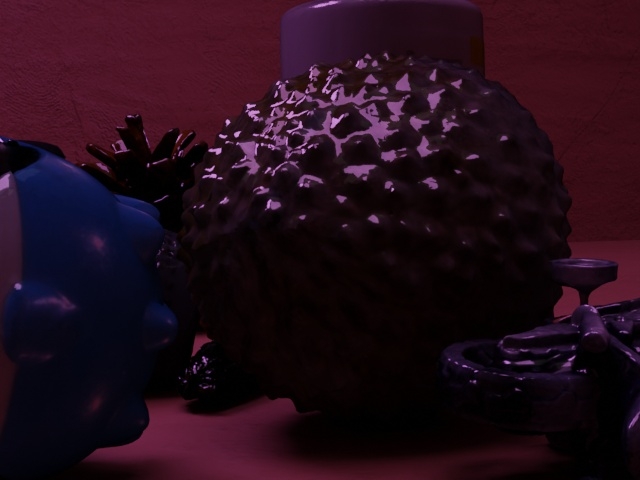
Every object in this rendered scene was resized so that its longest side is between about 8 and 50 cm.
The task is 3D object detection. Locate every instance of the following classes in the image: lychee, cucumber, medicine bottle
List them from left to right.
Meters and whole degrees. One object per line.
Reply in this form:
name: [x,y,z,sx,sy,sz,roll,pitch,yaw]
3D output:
cucumber: [-0.060,0.093,0.880,0.053,0.053,0.181,0,3,23]
lychee: [0.033,-0.007,0.751,0.255,0.255,0.274,0,-5,35]
medicine bottle: [0.065,-0.067,1.175,0.208,0.340,0.208,-1,2,0]

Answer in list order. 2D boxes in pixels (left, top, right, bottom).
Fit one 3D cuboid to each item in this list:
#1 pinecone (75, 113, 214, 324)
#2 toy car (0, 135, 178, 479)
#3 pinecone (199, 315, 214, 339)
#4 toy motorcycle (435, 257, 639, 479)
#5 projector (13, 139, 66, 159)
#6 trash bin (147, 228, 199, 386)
pinecone: [-0.194,-0.017,1.348,0.264,0.264,0.264,-1,2,0]
toy car: [-0.177,0.039,0.616,0.190,0.189,0.255,8,-7,-39]
pinecone: [-0.051,0.028,1.022,0.163,0.163,0.165,0,-13,36]
toy motorcycle: [0.210,0.071,0.632,0.307,0.108,0.173,-6,10,-39]
projector: [-0.544,-0.016,1.533,0.395,0.242,0.405,1,4,-8]
trash bin: [-0.177,0.047,0.908,0.161,0.175,0.175,10,0,-12]
